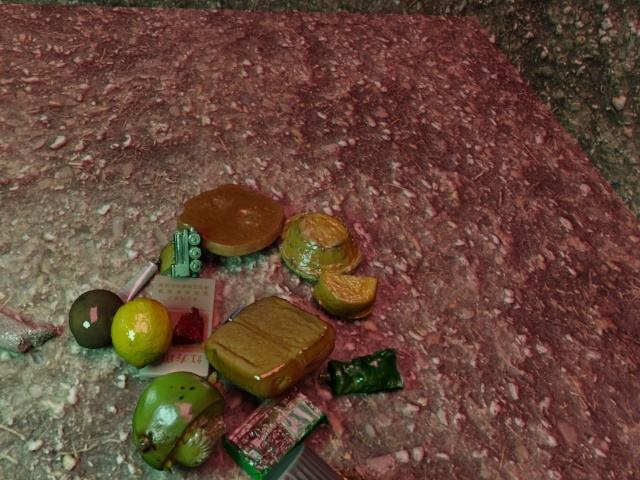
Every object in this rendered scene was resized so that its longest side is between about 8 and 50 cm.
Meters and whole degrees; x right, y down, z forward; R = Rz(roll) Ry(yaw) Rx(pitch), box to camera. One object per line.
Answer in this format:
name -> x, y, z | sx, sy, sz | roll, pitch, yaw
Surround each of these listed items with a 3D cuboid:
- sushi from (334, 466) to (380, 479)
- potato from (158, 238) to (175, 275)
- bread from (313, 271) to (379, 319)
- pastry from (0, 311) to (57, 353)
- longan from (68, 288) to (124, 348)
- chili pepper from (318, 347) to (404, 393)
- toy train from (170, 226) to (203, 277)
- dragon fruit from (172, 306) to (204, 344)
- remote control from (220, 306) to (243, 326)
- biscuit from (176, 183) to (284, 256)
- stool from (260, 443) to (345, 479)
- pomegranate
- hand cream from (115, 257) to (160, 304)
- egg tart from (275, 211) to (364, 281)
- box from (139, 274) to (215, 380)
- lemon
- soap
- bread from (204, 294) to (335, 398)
sushi -> 0.110, 0.702, 1.548 | 0.290, 0.139, 0.131 | 26, 57, 7
potato -> -0.515, 0.037, 1.994 | 0.120, 0.081, 0.149 | -14, 55, -26
bread -> 0.092, 0.191, 1.971 | 0.228, 0.143, 0.140 | 7, 48, -5
pastry -> -0.928, 0.265, 1.686 | 0.265, 0.103, 0.112 | 13, 55, -1
longan -> -0.672, 0.237, 1.725 | 0.167, 0.167, 0.187 | 3, 33, -12
chili pepper -> 0.124, 0.421, 1.818 | 0.270, 0.099, 0.136 | -1, 75, -22
toy train -> -0.447, 0.040, 1.914 | 0.111, 0.071, 0.171 | -3, 96, -11
dragon fruit -> -0.419, 0.266, 1.782 | 0.097, 0.063, 0.131 | 29, 39, -35
remote control -> -0.296, 0.278, 1.880 | 0.043, 0.027, 0.152 | 29, 48, 17
biscuit -> -0.323, -0.074, 2.107 | 0.365, 0.062, 0.385 | 26, 38, 20
stool -> -0.015, 0.697, 1.365 | 0.330, 0.297, 0.297 | 45, 53, 5
pomegranate -> -0.367, 0.472, 1.562 | 0.260, 0.261, 0.340 | 26, 20, 9
hand cream -> -0.608, 0.137, 1.911 | 0.067, 0.042, 0.194 | 32, 61, 11
egg tart -> -0.001, -0.001, 2.121 | 0.341, 0.132, 0.341 | 6, 48, -7
box -> -0.448, 0.274, 1.827 | 0.204, 0.051, 0.365 | 5, 49, -10
lemon -> -0.517, 0.264, 1.671 | 0.180, 0.181, 0.193 | 10, 37, -5
soap -> -0.123, 0.543, 1.647 | 0.218, 0.098, 0.273 | 38, 52, 19
bread -> -0.156, 0.333, 1.741 | 0.337, 0.148, 0.328 | 17, 40, 39
